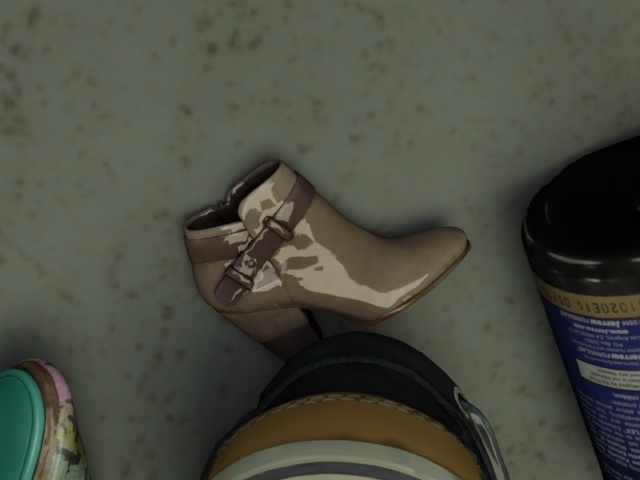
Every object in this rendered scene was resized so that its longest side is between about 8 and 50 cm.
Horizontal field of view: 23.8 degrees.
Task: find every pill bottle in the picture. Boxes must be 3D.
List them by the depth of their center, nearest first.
[{"bbox_3d":[0.183,0.067,0.723,0.122,0.123,0.219,-25,116,-6],"label":"pill bottle"}]

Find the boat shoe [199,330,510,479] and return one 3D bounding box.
[{"bbox_3d":[0.021,0.258,0.730,0.186,0.156,0.500,1,124,5],"label":"boat shoe"}]

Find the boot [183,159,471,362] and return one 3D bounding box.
[{"bbox_3d":[0.000,0.000,0.689,0.118,0.042,0.087,-33,114,-2],"label":"boot"}]

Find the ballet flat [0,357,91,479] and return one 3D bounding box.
[{"bbox_3d":[-0.148,0.148,0.694,0.079,0.077,0.221,14,112,-40],"label":"ballet flat"}]
